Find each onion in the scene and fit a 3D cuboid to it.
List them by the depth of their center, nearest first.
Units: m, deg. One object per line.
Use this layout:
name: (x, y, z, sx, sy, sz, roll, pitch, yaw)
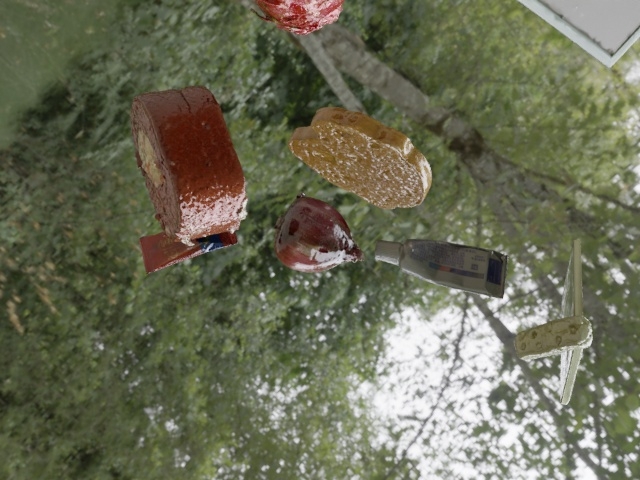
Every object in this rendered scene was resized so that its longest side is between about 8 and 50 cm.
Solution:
onion: (0.000, 0.000, 1.350, 0.159, 0.195, 0.159, 24, 90, -88)

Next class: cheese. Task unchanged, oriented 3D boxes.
cheese: (0.445, 0.189, 1.269, 0.194, 0.043, 0.065, 141, -54, -63)

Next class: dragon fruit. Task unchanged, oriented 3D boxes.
dragon fruit: (-0.044, -0.496, 1.183, 0.210, 0.268, 0.205, 30, -98, 33)

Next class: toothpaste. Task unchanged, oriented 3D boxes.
toothpaste: (0.253, 0.045, 1.393, 0.068, 0.282, 0.099, 18, 84, -85)

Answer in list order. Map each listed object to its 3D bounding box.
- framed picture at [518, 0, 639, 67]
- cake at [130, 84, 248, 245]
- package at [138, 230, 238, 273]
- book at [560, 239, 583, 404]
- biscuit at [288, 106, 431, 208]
framed picture: (0.409, -0.384, 0.922, 0.216, 0.273, 0.016, -50, -141, 28)
cake: (-0.224, -0.135, 1.134, 0.151, 0.283, 0.177, -12, 171, -30)
package: (-0.272, 0.000, 1.349, 0.200, 0.083, 0.022, -19, 163, 0)
book: (0.537, 0.171, 1.408, 0.020, 0.208, 0.295, 5, -137, 15)
biscuit: (0.097, -0.193, 1.533, 0.057, 0.351, 0.312, -64, 180, -22)
